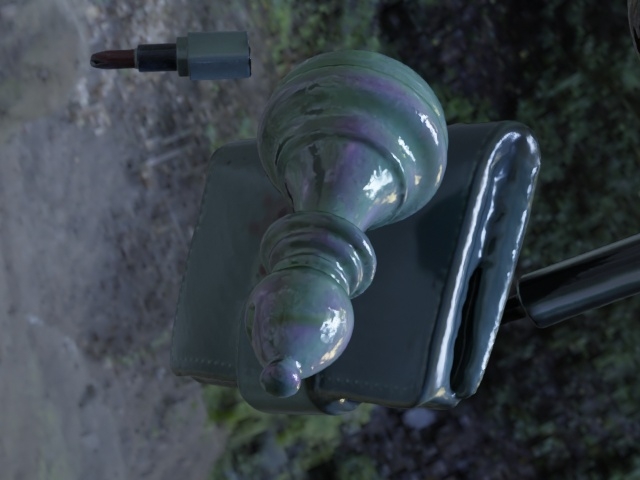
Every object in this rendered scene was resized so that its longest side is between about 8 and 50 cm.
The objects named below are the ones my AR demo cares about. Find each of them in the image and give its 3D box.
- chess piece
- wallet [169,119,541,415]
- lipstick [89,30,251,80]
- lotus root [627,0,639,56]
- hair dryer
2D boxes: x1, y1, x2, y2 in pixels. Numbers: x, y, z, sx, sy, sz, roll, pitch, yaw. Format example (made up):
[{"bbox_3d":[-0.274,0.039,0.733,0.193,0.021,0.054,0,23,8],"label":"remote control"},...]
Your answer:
[{"bbox_3d":[0.000,0.000,1.028,0.139,0.271,0.139,9,134,9],"label":"chess piece"},{"bbox_3d":[0.005,0.022,1.264,0.083,0.252,0.360,27,162,-38],"label":"wallet"},{"bbox_3d":[-0.100,-0.122,1.017,0.107,0.025,0.025,-2,148,-2],"label":"lipstick"},{"bbox_3d":[0.297,-0.088,0.874,0.152,0.275,0.160,-48,180,44],"label":"lotus root"},{"bbox_3d":[0.265,-0.057,1.214,0.284,0.320,0.155,-5,149,14],"label":"hair dryer"}]
